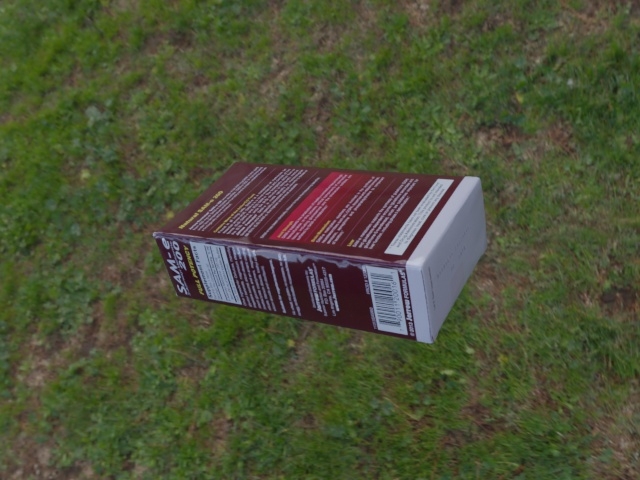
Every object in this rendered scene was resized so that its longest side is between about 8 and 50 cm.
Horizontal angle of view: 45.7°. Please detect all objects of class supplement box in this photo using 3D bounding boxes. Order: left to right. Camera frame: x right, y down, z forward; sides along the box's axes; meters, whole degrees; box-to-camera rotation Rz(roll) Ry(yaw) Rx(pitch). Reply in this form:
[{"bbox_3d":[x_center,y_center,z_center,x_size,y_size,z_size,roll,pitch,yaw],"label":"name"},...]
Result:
[{"bbox_3d":[0.000,0.000,0.623,0.239,0.073,0.130,8,37,29],"label":"supplement box"}]
